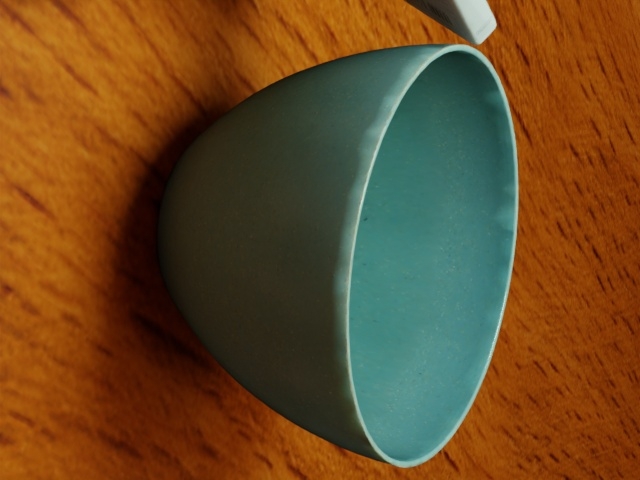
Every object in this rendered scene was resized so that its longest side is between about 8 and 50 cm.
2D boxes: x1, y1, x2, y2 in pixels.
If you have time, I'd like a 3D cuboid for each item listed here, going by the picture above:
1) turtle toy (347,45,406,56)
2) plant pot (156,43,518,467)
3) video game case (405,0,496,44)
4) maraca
[{"bbox_3d":[0.058,-0.118,1.213,0.066,0.095,0.130,93,18,-64],"label":"turtle toy"},{"bbox_3d":[0.000,0.000,1.002,0.290,0.195,0.290,-26,120,-58],"label":"plant pot"},{"bbox_3d":[0.005,-0.240,0.928,0.026,0.227,0.206,-48,147,-4],"label":"video game case"},{"bbox_3d":[0.027,0.042,1.174,0.186,0.099,0.127,-60,-176,-13],"label":"maraca"}]
